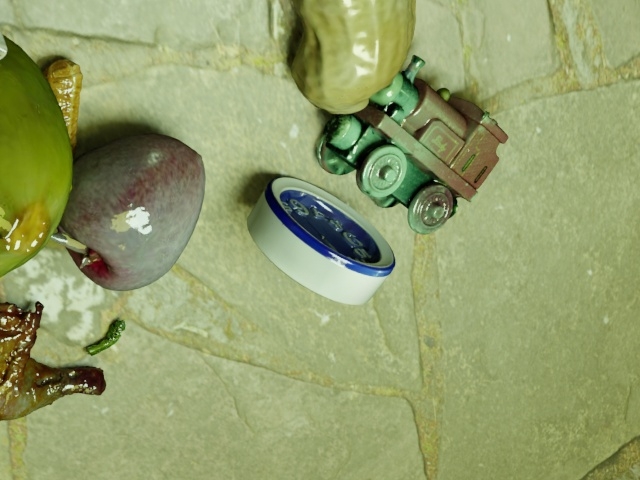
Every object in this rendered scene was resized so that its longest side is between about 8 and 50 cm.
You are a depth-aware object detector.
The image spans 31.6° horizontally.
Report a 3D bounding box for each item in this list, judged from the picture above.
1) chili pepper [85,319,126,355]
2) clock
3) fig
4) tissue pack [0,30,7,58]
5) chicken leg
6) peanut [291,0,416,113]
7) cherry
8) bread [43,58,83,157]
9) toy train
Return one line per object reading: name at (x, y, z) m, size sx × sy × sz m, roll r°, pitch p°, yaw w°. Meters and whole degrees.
chili pepper at (-0.333, 0.154, 1.778) m, size 0.083 × 0.022 × 0.027 m, roll -41°, pitch 103°, yaw 9°
clock at (0.000, 0.000, 1.721) m, size 0.230 × 0.230 × 0.083 m, roll 20°, pitch 116°, yaw -41°
fig at (-0.433, -0.092, 1.295) m, size 0.343 × 0.343 × 0.343 m, roll -17°, pitch 132°, yaw -20°
tissue pack at (-0.545, -0.272, 1.085) m, size 0.390 × 0.195 × 0.376 m, roll -21°, pitch 89°, yaw -12°
chicken leg at (-0.457, 0.182, 1.688) m, size 0.177 × 0.083 × 0.322 m, roll -41°, pitch 135°, yaw -11°
peanut at (0.050, -0.317, 1.549) m, size 0.174 × 0.158 × 0.340 m, roll -21°, pitch 132°, yaw -18°
cherry at (-0.267, -0.038, 1.552) m, size 0.266 × 0.183 × 0.213 m, roll -36°, pitch 152°, yaw -21°
bread at (-0.345, -0.166, 1.498) m, size 0.052 × 0.044 × 0.157 m, roll -12°, pitch 131°, yaw -32°
toy train at (0.141, -0.151, 1.764) m, size 0.304 × 0.150 × 0.221 m, roll 33°, pitch 93°, yaw -43°
